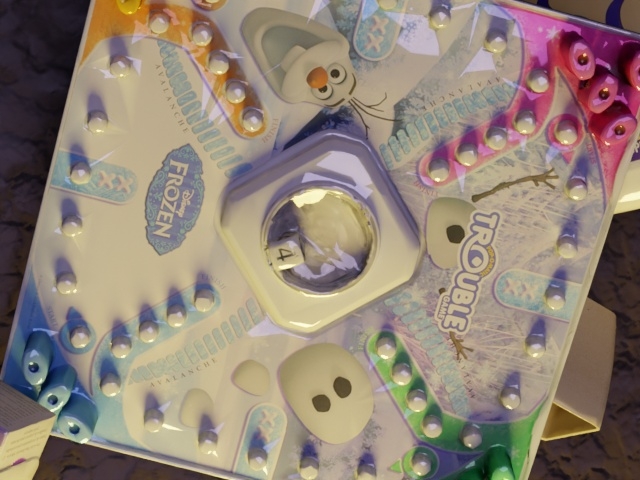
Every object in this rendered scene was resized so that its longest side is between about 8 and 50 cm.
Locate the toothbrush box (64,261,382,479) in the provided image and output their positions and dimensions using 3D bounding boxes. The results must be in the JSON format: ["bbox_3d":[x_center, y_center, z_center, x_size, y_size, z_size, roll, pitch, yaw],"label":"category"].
[{"bbox_3d":[-0.018,0.014,1.341,0.295,0.126,0.216,37,85,-8],"label":"toothbrush box"}]

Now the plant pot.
[{"bbox_3d":[0.173,0.088,1.395,0.109,0.109,0.096,30,71,-10],"label":"plant pot"}]

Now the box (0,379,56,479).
[{"bbox_3d":[-0.337,0.075,1.232,0.324,0.067,0.063,29,107,17],"label":"box"}]

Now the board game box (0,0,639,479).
[{"bbox_3d":[0.000,0.000,1.222,0.390,0.050,0.390,15,103,-4],"label":"board game box"}]

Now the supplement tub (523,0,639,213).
[{"bbox_3d":[0.237,-0.201,1.332,0.241,0.241,0.331,-17,93,-11],"label":"supplement tub"}]
